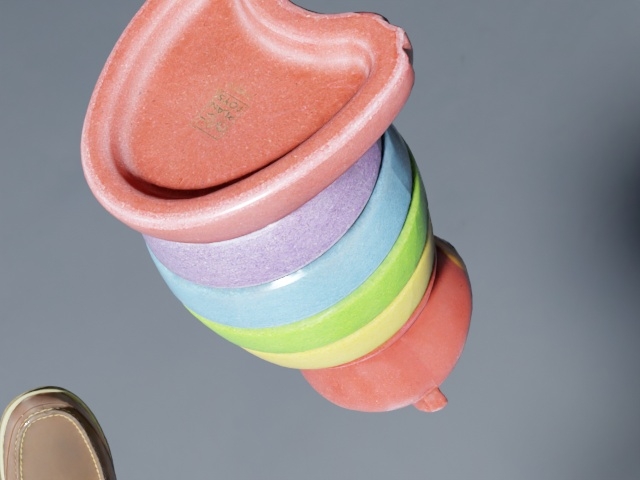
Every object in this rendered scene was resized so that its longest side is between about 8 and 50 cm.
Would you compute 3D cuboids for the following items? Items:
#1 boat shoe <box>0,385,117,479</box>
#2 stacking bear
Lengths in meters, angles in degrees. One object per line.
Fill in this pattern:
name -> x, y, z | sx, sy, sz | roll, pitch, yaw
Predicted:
boat shoe -> -0.137, 0.165, 0.997 | 0.064, 0.178, 0.060 | -13, 27, -15
stacking bear -> 0.000, 0.000, 1.015 | 0.175, 0.289, 0.164 | 33, 77, 38
